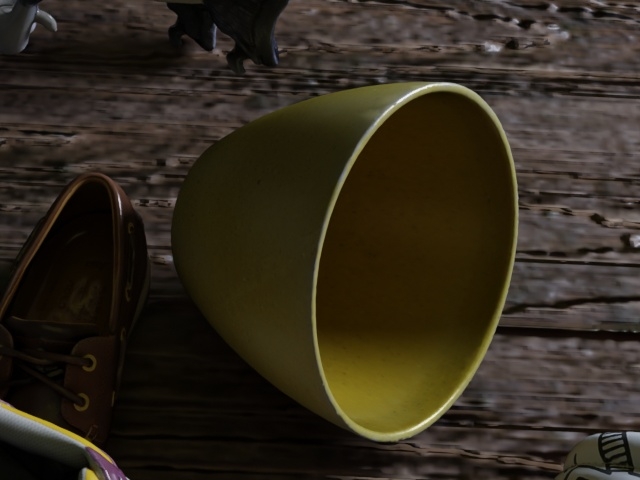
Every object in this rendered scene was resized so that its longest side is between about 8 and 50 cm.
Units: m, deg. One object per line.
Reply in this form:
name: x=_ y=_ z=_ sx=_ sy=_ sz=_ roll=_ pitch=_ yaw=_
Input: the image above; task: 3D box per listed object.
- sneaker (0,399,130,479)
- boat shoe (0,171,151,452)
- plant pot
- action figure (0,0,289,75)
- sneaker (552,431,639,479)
sneaker: x=-0.073 y=0.111 z=0.602 sx=0.185 sy=0.084 sz=0.069 roll=32 pitch=69 yaw=-11
boat shoe: x=-0.105 y=0.051 z=0.686 sx=0.064 sy=0.060 sz=0.178 roll=11 pitch=55 yaw=3
plant pot: x=0.000 y=0.000 z=0.703 sx=0.095 sy=0.134 sz=0.134 roll=13 pitch=51 yaw=35
action figure: x=-0.154 y=-0.133 z=0.755 sx=0.276 sy=0.141 sz=0.164 roll=0 pitch=19 yaw=-9
sneaker: x=0.189 y=0.155 z=0.622 sx=0.270 sy=0.090 sz=0.145 roll=19 pitch=58 yaw=11
